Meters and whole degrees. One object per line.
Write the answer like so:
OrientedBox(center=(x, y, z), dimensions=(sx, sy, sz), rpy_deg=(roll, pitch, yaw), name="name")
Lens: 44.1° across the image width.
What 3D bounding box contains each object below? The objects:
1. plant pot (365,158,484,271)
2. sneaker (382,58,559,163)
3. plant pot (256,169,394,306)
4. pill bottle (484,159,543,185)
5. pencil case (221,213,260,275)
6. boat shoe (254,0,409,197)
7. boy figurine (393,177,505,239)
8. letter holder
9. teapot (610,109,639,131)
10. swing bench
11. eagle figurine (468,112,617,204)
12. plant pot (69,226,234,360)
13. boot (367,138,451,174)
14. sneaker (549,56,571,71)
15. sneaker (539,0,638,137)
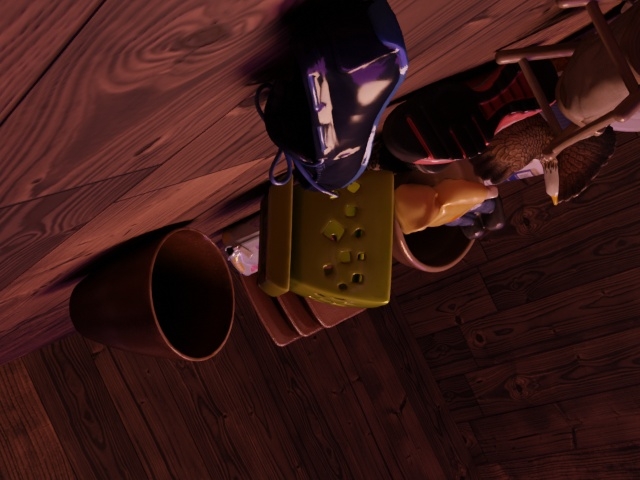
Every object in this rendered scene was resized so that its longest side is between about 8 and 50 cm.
OrientedBox(center=(0.168, -0.085, 1.616), dimensions=(0.263, 0.263, 0.229), rpy_deg=(-24, -155, -34), name="plant pot")
OrientedBox(center=(0.212, -0.178, 1.175), dimensions=(0.313, 0.116, 0.136), rpy_deg=(-25, 180, -25), name="sneaker")
OrientedBox(center=(0.000, 0.000, 1.372), dimensions=(0.207, 0.228, 0.227), rpy_deg=(3, 173, -10), name="plant pot")
OrientedBox(center=(0.377, -0.202, 1.808), dimensions=(0.264, 0.153, 0.153), rpy_deg=(-11, -175, 25), name="pill bottle")
OrientedBox(center=(-0.078, -0.027, 1.702), dimensions=(0.273, 0.114, 0.124), rpy_deg=(-25, 159, 14), name="pencil case")
OrientedBox(center=(-0.009, -0.110, 0.632), dimensions=(0.089, 0.109, 0.258), rpy_deg=(-18, 160, -14), name="boat shoe")
OrientedBox(center=(0.229, -0.058, 1.407), dimensions=(0.177, 0.092, 0.285), rpy_deg=(-24, 166, 34), name="boy figurine")
OrientedBox(center=(-0.066, 0.078, 1.879), dimensions=(0.214, 0.302, 0.152), rpy_deg=(-24, 178, -22), name="letter holder")
OrientedBox(center=(0.707, -0.367, 1.739), dimensions=(0.255, 0.187, 0.252), rpy_deg=(-1, 164, 20), name="teapot")
OrientedBox(center=(0.389, -0.241, 0.964), dimensions=(0.254, 0.165, 0.253), rpy_deg=(-26, 178, -4), name="swing bench")
OrientedBox(center=(0.427, -0.173, 1.466), dimensions=(0.226, 0.225, 0.298), rpy_deg=(-36, 168, 25), name="eagle figurine")
OrientedBox(center=(-0.300, 0.103, 1.322), dimensions=(0.230, 0.216, 0.215), rpy_deg=(-11, -174, 28), name="plant pot")
OrientedBox(center=(0.203, -0.192, 1.401), dimensions=(0.236, 0.085, 0.178), rpy_deg=(-40, -161, -26), name="boot")
OrientedBox(center=(0.405, -0.304, 1.375), dimensions=(0.175, 0.064, 0.067), rpy_deg=(-29, 157, -1), name="sneaker")
OrientedBox(center=(0.506, -0.292, 1.273), dimensions=(0.182, 0.127, 0.315), rpy_deg=(-27, 166, -36), name="sneaker")
